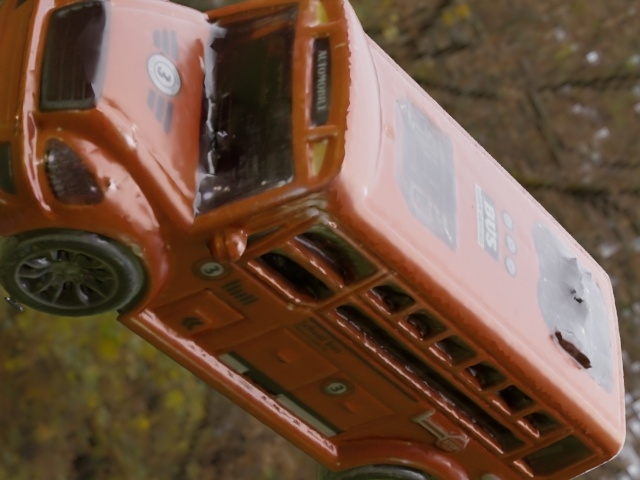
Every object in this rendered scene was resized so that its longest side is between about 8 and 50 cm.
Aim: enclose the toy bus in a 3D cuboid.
[{"bbox_3d":[0.000,0.000,0.868,0.329,0.153,0.143,40,39,-39],"label":"toy bus"}]
